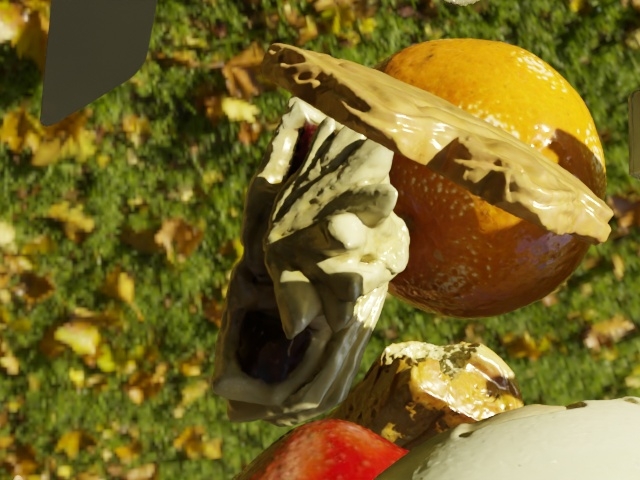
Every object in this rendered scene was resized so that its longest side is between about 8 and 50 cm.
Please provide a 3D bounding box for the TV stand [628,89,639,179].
[{"bbox_3d":[0.377,-0.053,1.006,0.269,0.083,0.088,26,149,-36],"label":"TV stand"}]

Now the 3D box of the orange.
[{"bbox_3d":[0.212,-0.093,1.698,0.326,0.424,0.424,-33,159,-43],"label":"orange"}]

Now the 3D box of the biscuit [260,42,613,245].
[{"bbox_3d":[0.086,-0.087,0.926,0.269,0.376,0.051,21,101,-27],"label":"biscuit"}]

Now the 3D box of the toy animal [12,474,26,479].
[{"bbox_3d":[-0.316,0.298,1.225,0.083,0.150,0.089,28,100,-24],"label":"toy animal"}]

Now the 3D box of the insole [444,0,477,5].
[{"bbox_3d":[0.252,-0.382,1.241,0.348,0.009,0.119,-42,130,11],"label":"insole"}]

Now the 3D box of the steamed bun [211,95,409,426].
[{"bbox_3d":[0.000,0.000,1.336,0.247,0.428,0.189,6,162,30],"label":"steamed bun"}]

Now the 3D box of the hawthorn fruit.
[{"bbox_3d":[-0.011,0.279,1.001,0.230,0.210,0.266,-32,179,28],"label":"hawthorn fruit"}]

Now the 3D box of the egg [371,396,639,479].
[{"bbox_3d":[0.116,0.240,0.643,0.345,0.283,0.283,-18,143,-19],"label":"egg"}]

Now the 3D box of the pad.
[{"bbox_3d":[-0.259,-0.250,1.403,0.181,0.004,0.267,-38,164,-34],"label":"pad"}]

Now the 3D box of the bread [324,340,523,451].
[{"bbox_3d":[0.113,0.251,1.530,0.195,0.149,0.344,29,132,-12],"label":"bread"}]
